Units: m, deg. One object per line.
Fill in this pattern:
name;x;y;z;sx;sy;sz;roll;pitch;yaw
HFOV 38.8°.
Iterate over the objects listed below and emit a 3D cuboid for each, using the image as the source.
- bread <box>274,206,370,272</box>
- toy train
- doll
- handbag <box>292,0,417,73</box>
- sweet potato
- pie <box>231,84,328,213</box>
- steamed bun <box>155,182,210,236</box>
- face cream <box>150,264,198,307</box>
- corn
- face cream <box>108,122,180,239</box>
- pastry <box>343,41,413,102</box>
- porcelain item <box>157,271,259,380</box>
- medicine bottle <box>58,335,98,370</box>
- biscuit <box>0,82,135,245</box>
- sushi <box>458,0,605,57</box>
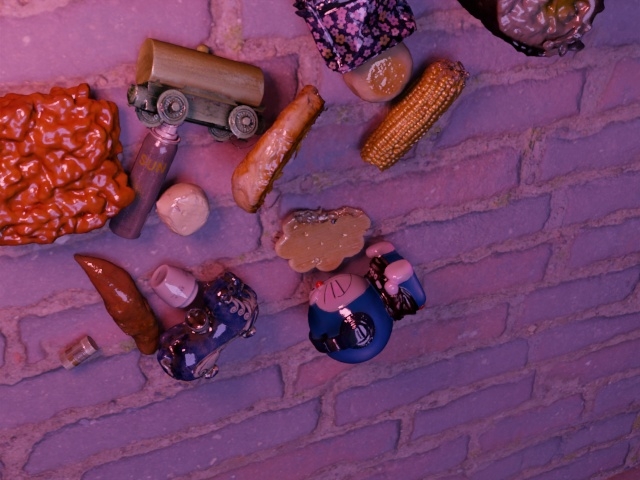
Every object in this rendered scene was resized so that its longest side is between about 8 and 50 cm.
bread;0.000;0.000;2.265;0.251;0.039;0.181;-3;128;-28
toy train;-0.234;-0.297;1.823;0.308;0.126;0.189;9;96;-34
doll;0.106;0.173;2.310;0.310;0.284;0.240;-32;104;-3
handbag;0.068;-0.472;1.862;0.229;0.127;0.207;-29;119;-4
sweet potato;-0.444;0.157;2.108;0.095;0.106;0.354;-62;143;-33
pie;-0.085;-0.200;1.904;0.092;0.315;0.315;35;108;-3
steamed bun;-0.303;-0.077;2.003;0.112;0.091;0.130;-41;147;-5
face cream;-0.342;0.106;2.130;0.091;0.091;0.095;-45;126;10
corn;0.216;-0.291;2.106;0.115;0.115;0.318;29;108;-41
face cream;-0.370;-0.133;1.936;0.073;0.073;0.283;11;119;-34
pastry;0.126;-0.379;1.999;0.156;0.092;0.156;-11;120;-19
porcelain item;-0.271;0.209;2.180;0.288;0.138;0.186;-42;150;-9
medicine bottle;-0.575;0.268;2.163;0.083;0.047;0.047;-35;134;1
biscuit;-0.535;-0.146;1.795;0.318;0.110;0.312;-13;121;-20
sushi;0.427;-0.556;1.877;0.281;0.294;0.299;5;123;-30
